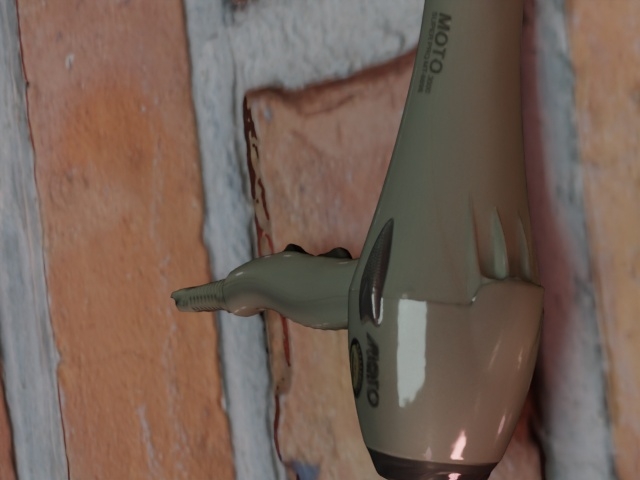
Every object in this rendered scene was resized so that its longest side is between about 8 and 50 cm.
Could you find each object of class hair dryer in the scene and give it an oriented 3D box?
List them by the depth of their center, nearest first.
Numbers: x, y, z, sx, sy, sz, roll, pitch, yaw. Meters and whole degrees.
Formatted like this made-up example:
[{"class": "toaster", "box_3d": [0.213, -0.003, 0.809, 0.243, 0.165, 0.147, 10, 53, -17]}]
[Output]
[{"class": "hair dryer", "box_3d": [0.017, -0.030, 0.606, 0.267, 0.092, 0.229, 29, 106, 50]}]
